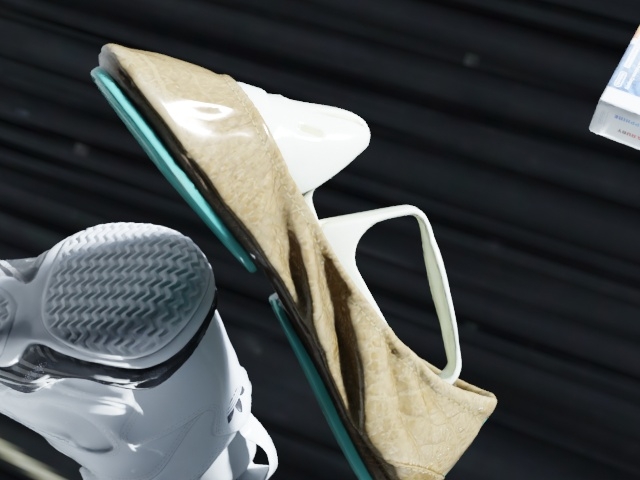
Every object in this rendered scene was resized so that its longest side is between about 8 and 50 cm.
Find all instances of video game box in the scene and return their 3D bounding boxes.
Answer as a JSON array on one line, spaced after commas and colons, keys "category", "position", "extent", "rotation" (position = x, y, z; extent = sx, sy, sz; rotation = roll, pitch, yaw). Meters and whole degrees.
[{"category": "video game box", "position": [0.383, -0.142, 1.943], "extent": [0.205, 0.187, 0.048], "rotation": [-57, 167, -47]}]

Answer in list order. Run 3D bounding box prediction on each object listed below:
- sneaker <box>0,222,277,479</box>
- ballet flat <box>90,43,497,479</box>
[{"category": "sneaker", "position": [-0.201, 0.097, 1.389], "extent": [0.137, 0.366, 0.210], "rotation": [-61, 138, -38]}, {"category": "ballet flat", "position": [0.000, 0.000, 1.202], "extent": [0.124, 0.116, 0.342], "rotation": [-34, 102, -3]}]
